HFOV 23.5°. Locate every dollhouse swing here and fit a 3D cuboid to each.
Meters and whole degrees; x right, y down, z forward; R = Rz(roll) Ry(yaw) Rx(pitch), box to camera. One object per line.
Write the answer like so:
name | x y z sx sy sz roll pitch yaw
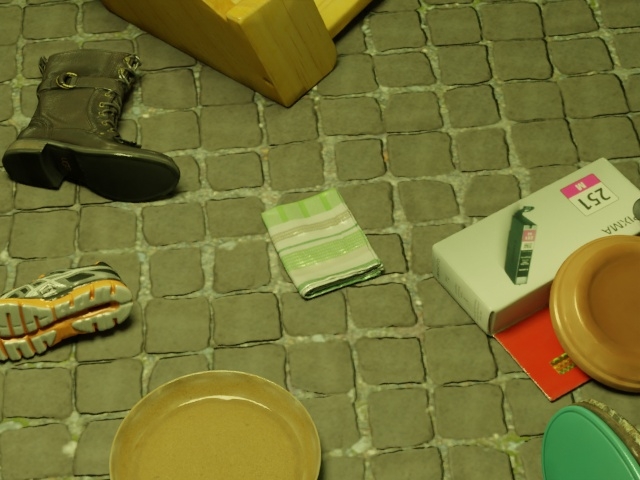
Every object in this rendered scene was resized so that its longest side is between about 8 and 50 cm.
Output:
dollhouse swing | -0.113 -0.410 2.141 0.347 0.315 0.305 31 77 26

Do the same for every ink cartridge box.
ink cartridge box | 0.313 0.040 1.871 0.275 0.060 0.239 -27 52 -20

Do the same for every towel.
towel | 0.000 0.000 1.939 0.113 0.023 0.152 -17 50 -14

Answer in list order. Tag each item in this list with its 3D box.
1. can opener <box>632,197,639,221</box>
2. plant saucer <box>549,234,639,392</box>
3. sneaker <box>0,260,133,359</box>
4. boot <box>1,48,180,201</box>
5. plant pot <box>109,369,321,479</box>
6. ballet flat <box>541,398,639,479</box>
can opener | 0.505 -0.077 1.911 0.280 0.074 0.093 -16 42 -33
plant saucer | 0.370 0.080 1.809 0.200 0.037 0.200 4 64 -8
sneaker | -0.336 0.080 1.852 0.214 0.084 0.083 -11 36 -12
boot | -0.286 -0.171 2.053 0.263 0.091 0.229 9 50 12
plant pot | -0.117 0.249 1.721 0.236 0.032 0.236 0 49 1
ballet flat | 0.364 0.365 1.518 0.182 0.164 0.483 15 34 -26
